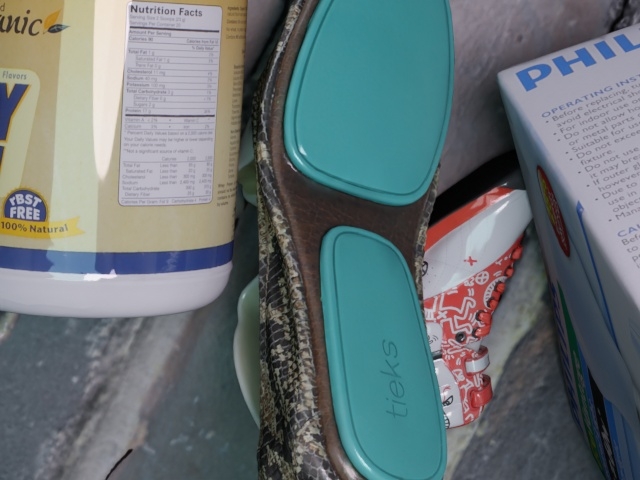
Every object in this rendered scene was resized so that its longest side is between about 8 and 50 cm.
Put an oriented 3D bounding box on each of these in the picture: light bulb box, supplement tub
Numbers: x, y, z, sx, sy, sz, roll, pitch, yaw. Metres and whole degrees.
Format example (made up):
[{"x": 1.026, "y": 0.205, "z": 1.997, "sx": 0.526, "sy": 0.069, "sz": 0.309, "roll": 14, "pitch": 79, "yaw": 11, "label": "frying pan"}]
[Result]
[{"x": 0.302, "y": 0.072, "z": 1.178, "sx": 0.225, "sy": 0.361, "sz": 0.358, "roll": -19, "pitch": 125, "yaw": -2, "label": "light bulb box"}, {"x": -0.168, "y": -0.116, "z": 1.234, "sx": 0.228, "sy": 0.228, "sz": 0.316, "roll": 3, "pitch": 97, "yaw": -5, "label": "supplement tub"}]

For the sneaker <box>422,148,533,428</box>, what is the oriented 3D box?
[{"x": 0.111, "y": 0.050, "z": 1.352, "sx": 0.270, "sy": 0.090, "sz": 0.145, "roll": -38, "pitch": 100, "yaw": 4, "label": "sneaker"}]

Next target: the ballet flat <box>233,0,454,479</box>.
[{"x": 0.000, "y": 0.000, "z": 1.262, "sx": 0.164, "sy": 0.182, "sz": 0.483, "roll": 20, "pitch": 57, "yaw": -31, "label": "ballet flat"}]
